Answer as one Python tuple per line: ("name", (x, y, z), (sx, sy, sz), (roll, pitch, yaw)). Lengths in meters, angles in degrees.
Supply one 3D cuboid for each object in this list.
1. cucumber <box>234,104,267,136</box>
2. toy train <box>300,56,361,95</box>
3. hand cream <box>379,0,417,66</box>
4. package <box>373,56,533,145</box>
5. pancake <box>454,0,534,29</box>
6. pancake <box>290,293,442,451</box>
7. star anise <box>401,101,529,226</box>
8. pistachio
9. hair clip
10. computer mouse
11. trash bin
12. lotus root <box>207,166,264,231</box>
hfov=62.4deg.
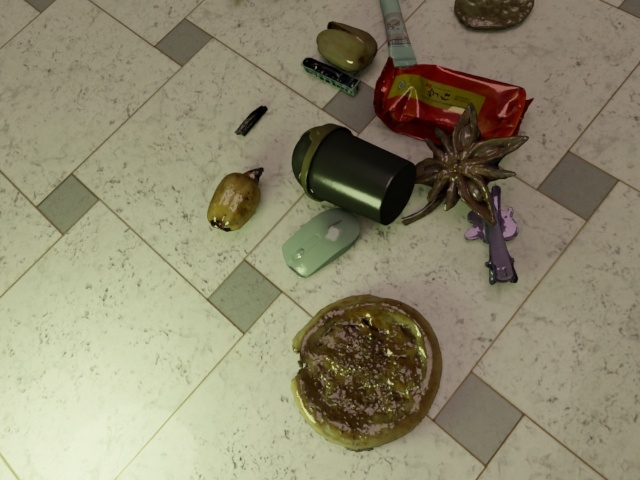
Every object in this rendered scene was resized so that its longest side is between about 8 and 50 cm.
("cucumber", (-0.214, -0.370, 1.624), (0.033, 0.034, 0.135), (30, 76, 24))
("toy train", (0.029, -0.512, 1.632), (0.207, 0.047, 0.043), (32, 76, 20))
("hand cream", (0.232, -0.685, 1.669), (0.085, 0.058, 0.332), (-5, 72, -11))
("package", (0.357, -0.373, 1.482), (0.423, 0.123, 0.196), (20, 73, 16))
("pancake", (0.537, -0.740, 1.643), (0.236, 0.042, 0.223), (-30, 72, 0))
("pancake", (0.099, 0.313, 1.285), (0.381, 0.071, 0.383), (-3, 68, 7))
("star anise", (0.356, -0.178, 1.365), (0.292, 0.108, 0.350), (22, 98, 39))
("pistachio", (0.079, -0.596, 1.614), (0.206, 0.131, 0.129), (34, 69, 23))
("hair clip", (0.440, -0.004, 1.352), (0.136, 0.090, 0.279), (-11, 59, 19))
("computer mouse", (0.000, 0.000, 1.424), (0.230, 0.079, 0.128), (-37, 65, -2))
("trash bin", (0.066, -0.181, 1.398), (0.333, 0.214, 0.214), (30, 76, 26))
("lotus root", (-0.235, -0.121, 1.486), (0.125, 0.118, 0.221), (33, 72, -14))
